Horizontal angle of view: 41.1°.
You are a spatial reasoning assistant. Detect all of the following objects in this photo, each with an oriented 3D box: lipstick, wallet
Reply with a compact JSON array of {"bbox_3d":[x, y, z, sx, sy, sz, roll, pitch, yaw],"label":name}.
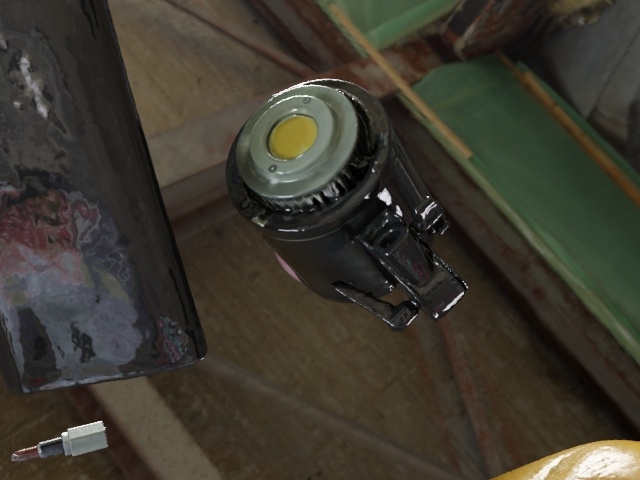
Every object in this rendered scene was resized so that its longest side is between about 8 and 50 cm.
[{"bbox_3d":[-0.303,0.238,0.992,0.107,0.025,0.025,-11,-152,-19],"label":"lipstick"},{"bbox_3d":[-0.271,-0.043,0.859,0.228,0.406,0.062,-11,-162,5],"label":"wallet"}]

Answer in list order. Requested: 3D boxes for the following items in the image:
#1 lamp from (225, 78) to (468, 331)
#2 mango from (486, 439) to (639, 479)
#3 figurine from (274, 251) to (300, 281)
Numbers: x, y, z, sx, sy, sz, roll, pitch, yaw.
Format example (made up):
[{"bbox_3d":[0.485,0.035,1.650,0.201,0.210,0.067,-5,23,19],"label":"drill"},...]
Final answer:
[{"bbox_3d":[0.010,-0.065,1.038,0.272,0.205,0.374,49,175,-36],"label":"lamp"},{"bbox_3d":[0.179,0.232,0.664,0.157,0.262,0.109,-35,-83,-49],"label":"mango"},{"bbox_3d":[0.000,0.000,1.485,0.173,0.173,0.173,18,-132,-21],"label":"figurine"}]
